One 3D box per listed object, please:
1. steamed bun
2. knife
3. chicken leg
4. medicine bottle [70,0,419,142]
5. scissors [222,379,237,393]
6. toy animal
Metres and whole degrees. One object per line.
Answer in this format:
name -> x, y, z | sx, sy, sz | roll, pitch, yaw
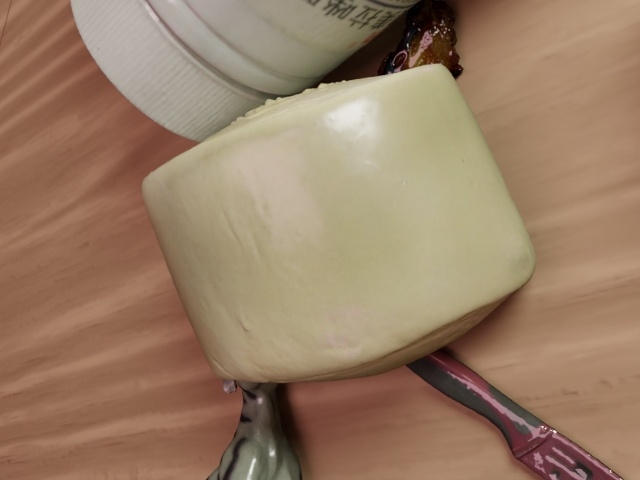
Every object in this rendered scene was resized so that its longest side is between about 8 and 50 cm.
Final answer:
steamed bun -> 0.000, 0.000, 0.549 | 0.250, 0.155, 0.200 | -19, 92, 30
knife -> 0.136, 0.132, 0.556 | 0.247, 0.018, 0.035 | 35, 111, 33
chicken leg -> 0.064, -0.105, 0.601 | 0.062, 0.037, 0.145 | 28, 110, 20
medicine bottle -> -0.011, -0.221, 0.552 | 0.332, 0.190, 0.190 | -33, 71, 36
scissors -> -0.076, 0.024, 0.687 | 0.110, 0.021, 0.212 | -24, 54, 37
toy animal -> -0.052, 0.216, 0.673 | 0.170, 0.090, 0.255 | 32, 105, 56
